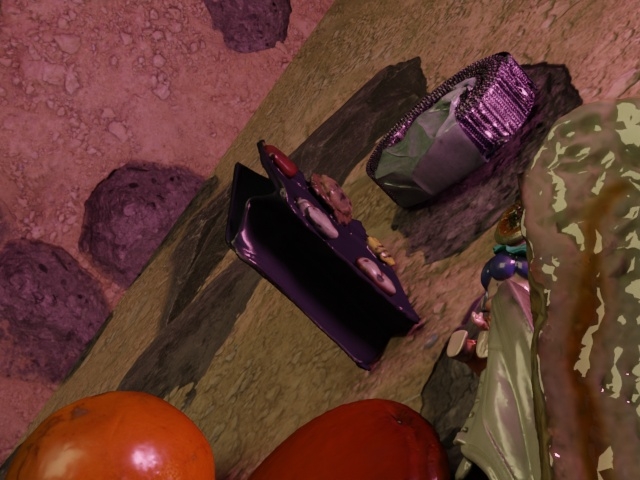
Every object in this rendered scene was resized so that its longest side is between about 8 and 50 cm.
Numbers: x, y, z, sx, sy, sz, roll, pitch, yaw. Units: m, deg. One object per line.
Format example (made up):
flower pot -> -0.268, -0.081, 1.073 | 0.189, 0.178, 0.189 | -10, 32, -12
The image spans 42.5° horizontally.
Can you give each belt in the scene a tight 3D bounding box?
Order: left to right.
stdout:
belt -> 0.219, -0.189, 1.437 | 0.325, 0.122, 0.260 | -33, 21, 34

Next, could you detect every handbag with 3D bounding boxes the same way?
handbag -> 0.000, 0.000, 1.263 | 0.122, 0.303, 0.329 | -41, 21, 14

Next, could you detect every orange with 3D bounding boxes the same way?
orange -> -0.302, 0.372, 1.191 | 0.312, 0.312, 0.312 | -39, 23, 20

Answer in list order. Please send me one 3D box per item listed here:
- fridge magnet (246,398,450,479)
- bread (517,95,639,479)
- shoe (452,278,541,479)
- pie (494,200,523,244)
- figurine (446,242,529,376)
fridge magnet -> -0.001, 0.332, 0.884 | 0.363, 0.155, 0.363 | -39, 22, 19
bread -> 0.236, 0.116, 0.510 | 0.210, 0.341, 0.300 | 0, 61, 17
shoe -> 0.195, 0.188, 0.808 | 0.159, 0.124, 0.316 | -43, 29, 24
pie -> 0.281, -0.028, 1.167 | 0.084, 0.021, 0.084 | -39, 23, 20
figurine -> 0.223, 0.081, 0.984 | 0.111, 0.102, 0.195 | -1, 52, 45
